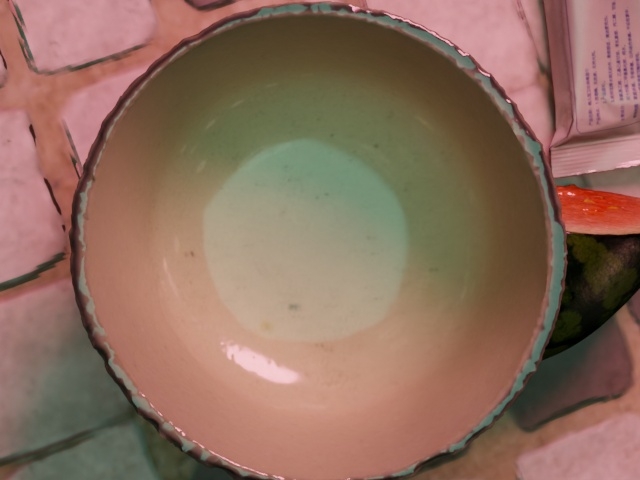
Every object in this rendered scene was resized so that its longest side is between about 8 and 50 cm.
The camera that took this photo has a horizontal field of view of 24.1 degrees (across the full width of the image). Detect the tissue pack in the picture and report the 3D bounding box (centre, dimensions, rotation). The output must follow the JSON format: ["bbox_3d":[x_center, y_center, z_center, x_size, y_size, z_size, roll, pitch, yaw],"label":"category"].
[{"bbox_3d":[0.166,-0.134,0.760,0.123,0.026,0.193,-7,94,-11],"label":"tissue pack"}]

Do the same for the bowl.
[{"bbox_3d":[0.000,0.000,0.683,0.212,0.112,0.211,0,94,2],"label":"bowl"}]

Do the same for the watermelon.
[{"bbox_3d":[0.118,0.002,0.747,0.135,0.125,0.094,-29,65,-35],"label":"watermelon"}]
